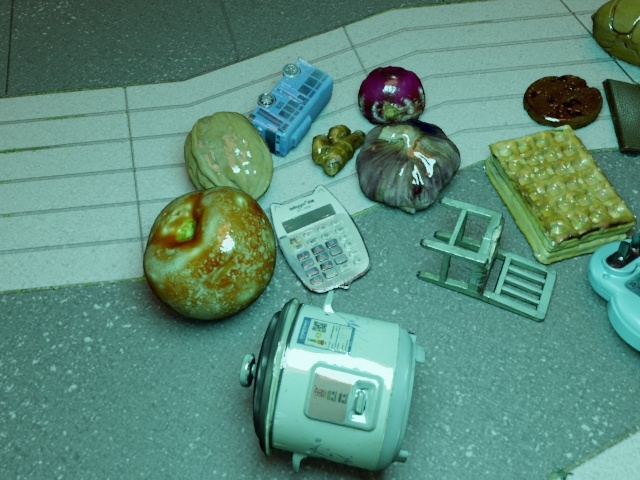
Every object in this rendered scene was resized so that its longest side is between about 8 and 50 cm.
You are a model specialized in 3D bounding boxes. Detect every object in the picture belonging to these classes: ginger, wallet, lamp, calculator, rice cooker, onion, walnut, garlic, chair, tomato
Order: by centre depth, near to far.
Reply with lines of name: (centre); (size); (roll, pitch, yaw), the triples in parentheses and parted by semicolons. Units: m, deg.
rice cooker: (0.011, 0.239, 0.962); (0.316, 0.264, 0.317); (0, 88, 5)
lamp: (0.637, 0.113, 1.078); (0.209, 0.147, 0.284); (-28, 67, -17)
tomato: (-0.211, 0.031, 1.145); (0.270, 0.223, 0.270); (-19, 46, 21)
chair: (0.344, 0.035, 1.154); (0.270, 0.147, 0.136); (20, 58, 18)
calculator: (0.000, 0.000, 1.261); (0.177, 0.040, 0.268); (-22, 58, -11)
garlic: (0.200, -0.187, 1.305); (0.244, 0.160, 0.245); (-1, 56, 2)
walnut: (-0.213, -0.185, 1.310); (0.198, 0.198, 0.245); (-23, 75, -12)
ginger: (0.035, -0.228, 1.400); (0.103, 0.073, 0.162); (37, 58, 10)
wallet: (0.789, -0.305, 1.426); (0.132, 0.039, 0.243); (6, 55, 0)
onion: (0.181, -0.394, 1.464); (0.173, 0.135, 0.198); (-2, 53, -1)
walnut: (0.847, -0.564, 1.509); (0.203, 0.203, 0.298); (-38, 45, -21)

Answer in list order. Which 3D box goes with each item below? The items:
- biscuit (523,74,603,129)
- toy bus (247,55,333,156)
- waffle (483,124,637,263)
biscuit: (0.619, -0.354, 1.464); (0.192, 0.049, 0.192); (-6, 54, 8)
toy bus: (-0.075, -0.326, 1.423); (0.133, 0.116, 0.234); (32, 68, 7)
waffle: (0.522, -0.106, 1.274); (0.212, 0.091, 0.308); (-14, 55, -6)
